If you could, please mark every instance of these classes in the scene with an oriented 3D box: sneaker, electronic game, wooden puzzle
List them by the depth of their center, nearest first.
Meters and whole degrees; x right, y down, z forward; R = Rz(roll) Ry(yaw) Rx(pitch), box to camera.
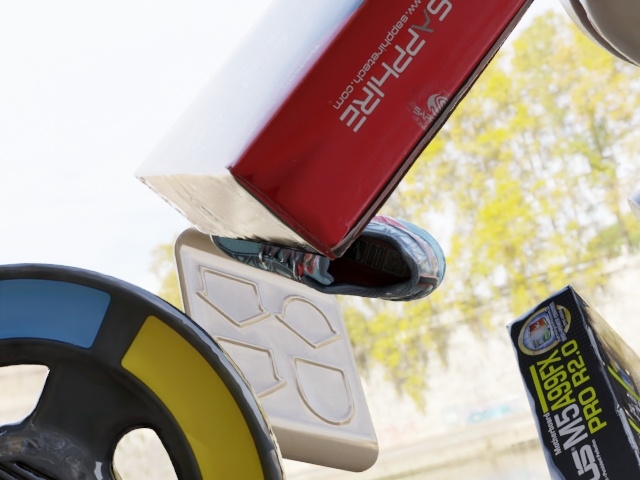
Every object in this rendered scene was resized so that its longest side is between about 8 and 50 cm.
[{"bbox_3d":[-0.127,0.124,0.473,0.229,0.229,0.048,-15,-6,2],"label":"electronic game"},{"bbox_3d":[0.000,0.000,1.153,0.262,0.104,0.125,11,8,11],"label":"sneaker"},{"bbox_3d":[-0.078,0.173,1.657,0.322,0.348,0.080,19,-45,-36],"label":"wooden puzzle"}]

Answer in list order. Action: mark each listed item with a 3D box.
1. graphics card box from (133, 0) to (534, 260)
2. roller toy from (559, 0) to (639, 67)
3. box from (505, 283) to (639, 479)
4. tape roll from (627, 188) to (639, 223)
[{"bbox_3d":[-0.010,-0.110,0.819,0.233,0.094,0.371,-53,15,-8],"label":"graphics card box"},{"bbox_3d":[0.267,-0.219,0.810,0.209,0.191,0.146,0,16,0],"label":"roller toy"},{"bbox_3d":[0.244,0.183,0.748,0.060,0.216,0.270,-37,-62,21],"label":"box"},{"bbox_3d":[0.328,0.033,0.831,0.072,0.219,0.219,-38,-16,9],"label":"tape roll"}]
